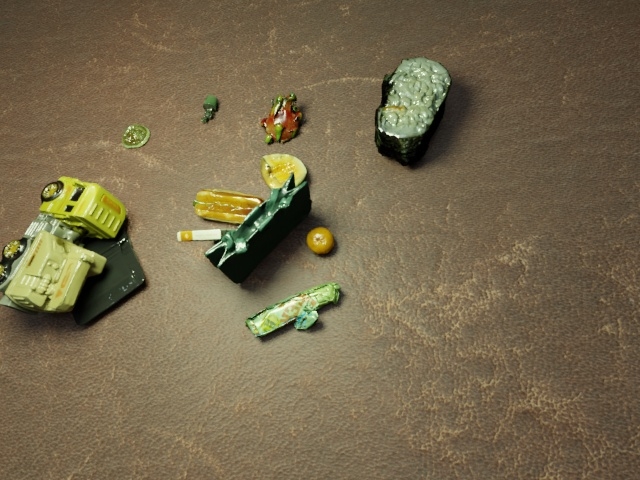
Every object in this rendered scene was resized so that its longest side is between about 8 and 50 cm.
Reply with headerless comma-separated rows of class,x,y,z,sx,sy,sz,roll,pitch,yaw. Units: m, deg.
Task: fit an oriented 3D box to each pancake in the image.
pancake,-0.661,-0.374,1.441,0.108,0.017,0.107,-2,72,7

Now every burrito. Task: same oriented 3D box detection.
burrito,-0.069,0.205,1.127,0.288,0.054,0.104,-25,68,-4

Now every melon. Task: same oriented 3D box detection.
melon,-0.110,-0.207,1.291,0.128,0.079,0.160,-31,66,-26

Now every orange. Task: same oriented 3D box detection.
orange,0.000,0.000,1.194,0.084,0.070,0.083,-2,73,6

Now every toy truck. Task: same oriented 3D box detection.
toy truck,-0.736,0.018,1.167,0.255,0.180,0.404,8,64,19

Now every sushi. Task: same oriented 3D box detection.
sushi,0.281,-0.406,1.275,0.211,0.170,0.349,16,71,10

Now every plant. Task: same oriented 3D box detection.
plant,-0.396,-0.463,1.431,0.051,0.051,0.102,7,74,9

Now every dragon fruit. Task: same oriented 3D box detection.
dragon fruit,-0.131,-0.420,1.364,0.139,0.174,0.142,12,39,0

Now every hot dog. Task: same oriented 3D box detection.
hot dog,-0.285,-0.106,1.269,0.251,0.076,0.104,6,89,12

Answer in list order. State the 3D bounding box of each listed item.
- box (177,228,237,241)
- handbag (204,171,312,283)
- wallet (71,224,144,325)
box,-0.299,-0.016,1.150,0.122,0.220,0.032,-3,92,9
handbag,-0.163,-0.027,1.132,0.089,0.238,0.326,44,78,9
wallet,-0.693,0.072,1.252,0.247,0.041,0.322,-34,66,-9
